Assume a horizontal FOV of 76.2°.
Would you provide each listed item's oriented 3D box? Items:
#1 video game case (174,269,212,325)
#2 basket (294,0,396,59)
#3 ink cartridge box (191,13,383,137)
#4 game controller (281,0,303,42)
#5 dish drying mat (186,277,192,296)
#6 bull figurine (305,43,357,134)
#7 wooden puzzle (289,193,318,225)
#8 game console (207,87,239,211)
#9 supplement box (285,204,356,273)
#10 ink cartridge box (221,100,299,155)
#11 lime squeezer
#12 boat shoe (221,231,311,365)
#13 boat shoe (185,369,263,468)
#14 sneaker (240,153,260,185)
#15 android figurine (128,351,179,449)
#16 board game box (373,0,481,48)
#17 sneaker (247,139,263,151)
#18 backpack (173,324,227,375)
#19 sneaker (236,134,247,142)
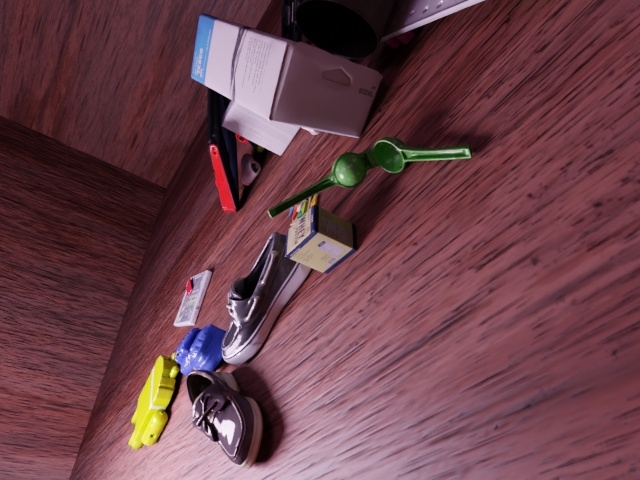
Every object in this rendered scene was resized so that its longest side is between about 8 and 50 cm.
[{"bbox_3d":[-0.416,0.191,1.325,0.190,0.022,0.173,-20,51,55],"label":"video game case"},{"bbox_3d":[0.079,-0.482,0.754,0.204,0.154,0.226,25,87,57],"label":"basket"},{"bbox_3d":[-0.075,-0.317,0.785,0.307,0.223,0.128,38,119,39],"label":"ink cartridge box"},{"bbox_3d":[-0.084,-0.728,1.320,0.166,0.067,0.318,-137,45,-59],"label":"game controller"},{"bbox_3d":[-0.440,0.156,1.366,0.032,0.008,0.083,-61,26,7],"label":"dish drying mat"},{"bbox_3d":[0.022,-0.406,0.951,0.189,0.101,0.310,-3,71,53],"label":"bull figurine"},{"bbox_3d":[-0.041,-0.071,0.875,0.116,0.014,0.078,-30,43,50],"label":"wooden puzzle"},{"bbox_3d":[-0.296,-0.314,1.253,0.342,0.060,0.386,100,163,-59],"label":"game console"},{"bbox_3d":[0.000,0.000,0.663,0.083,0.083,0.056,-42,35,38],"label":"supplement box"},{"bbox_3d":[-0.125,-0.360,1.078,0.232,0.189,0.066,-52,34,24],"label":"ink cartridge box"},{"bbox_3d":[0.067,-0.099,0.612,0.311,0.059,0.109,-14,45,27],"label":"lime squeezer"},{"bbox_3d":[-0.131,0.114,0.783,0.301,0.102,0.108,-54,28,21],"label":"boat shoe"},{"bbox_3d":[-0.183,0.304,0.727,0.285,0.093,0.102,13,81,64],"label":"boat shoe"},{"bbox_3d":[-0.219,-0.242,1.305,0.070,0.051,0.134,-41,39,37],"label":"sneaker"},{"bbox_3d":[-0.471,0.449,1.171,0.272,0.056,0.248,-61,27,9],"label":"android figurine"},{"bbox_3d":[0.276,-0.513,0.634,0.389,0.050,0.390,-64,27,2],"label":"board game box"},{"bbox_3d":[-0.230,-0.372,1.350,0.109,0.124,0.295,-60,28,10],"label":"sneaker"},{"bbox_3d":[-0.253,0.240,0.885,0.120,0.101,0.097,-43,23,42],"label":"backpack"},{"bbox_3d":[-0.312,-0.460,1.618,0.128,0.087,0.221,-62,26,3],"label":"sneaker"}]
